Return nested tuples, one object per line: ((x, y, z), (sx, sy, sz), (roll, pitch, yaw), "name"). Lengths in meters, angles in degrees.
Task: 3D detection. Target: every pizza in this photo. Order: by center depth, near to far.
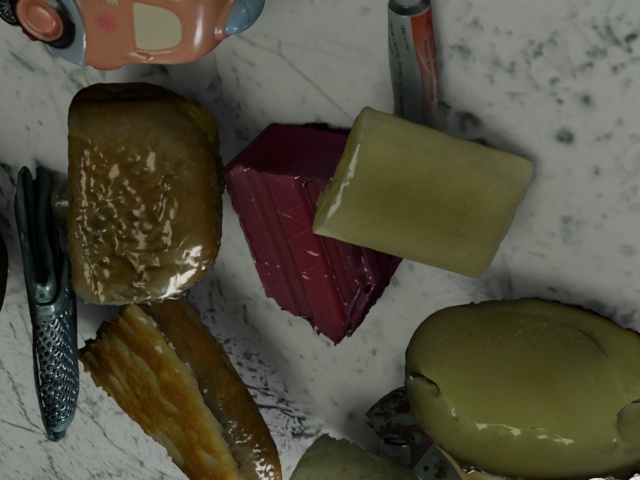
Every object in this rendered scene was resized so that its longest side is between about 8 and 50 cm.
((-0.227, 0.186, 1.511), (0.406, 0.130, 0.439), (17, 138, 45), "pizza")

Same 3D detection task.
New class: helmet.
((0.147, 0.225, 1.245), (0.153, 0.107, 0.177), (32, -174, -44), "helmet")

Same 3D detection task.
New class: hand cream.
((0.089, -0.158, 0.981), (0.052, 0.038, 0.216), (42, 155, 36), "hand cream")

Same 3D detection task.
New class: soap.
((0.000, 0.000, 1.151), (0.162, 0.099, 0.250), (10, 133, 32), "soap")

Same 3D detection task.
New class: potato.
((0.233, 0.196, 1.080), (0.286, 0.242, 0.242), (3, 132, 15), "potato")

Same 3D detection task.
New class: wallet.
((-0.376, 0.094, 1.464), (0.075, 0.237, 0.342), (-5, 136, -15), "wallet")

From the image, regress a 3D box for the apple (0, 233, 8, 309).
((-0.674, 0.059, 1.485), (0.474, 0.473, 0.473), (22, 139, 20), "apple")

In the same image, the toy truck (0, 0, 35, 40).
((-0.314, -0.338, 1.059), (0.114, 0.107, 0.252), (-7, 125, 41), "toy truck")

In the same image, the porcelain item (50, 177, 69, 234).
((-0.243, -0.040, 1.328), (0.216, 0.069, 0.081), (5, 125, 36), "porcelain item")

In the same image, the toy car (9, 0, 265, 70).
((-0.150, -0.275, 0.947), (0.213, 0.180, 0.270), (19, 138, 9), "toy car")

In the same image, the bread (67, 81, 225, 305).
((-0.191, -0.046, 1.161), (0.176, 0.195, 0.246), (0, 110, -12), "bread")

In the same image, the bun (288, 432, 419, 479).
((0.074, 0.363, 1.361), (0.259, 0.152, 0.259), (25, 163, 8), "bun")

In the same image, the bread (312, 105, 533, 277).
((0.097, -0.044, 0.999), (0.178, 0.060, 0.139), (18, 117, -14), "bread")
